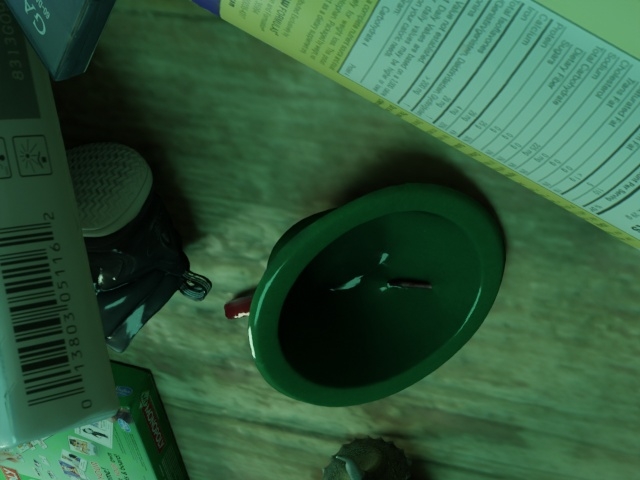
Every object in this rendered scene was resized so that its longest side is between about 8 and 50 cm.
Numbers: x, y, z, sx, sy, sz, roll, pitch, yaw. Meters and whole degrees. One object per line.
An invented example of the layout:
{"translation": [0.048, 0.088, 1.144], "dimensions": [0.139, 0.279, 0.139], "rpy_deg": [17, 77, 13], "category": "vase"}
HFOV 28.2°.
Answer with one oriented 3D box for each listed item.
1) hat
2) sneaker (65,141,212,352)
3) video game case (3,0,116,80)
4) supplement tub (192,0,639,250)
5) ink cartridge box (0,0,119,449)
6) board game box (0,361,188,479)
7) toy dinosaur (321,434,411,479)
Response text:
{"translation": [0.000, 0.000, 0.898], "dimensions": [0.208, 0.183, 0.173], "rpy_deg": [-35, 130, 3], "category": "hat"}
{"translation": [-0.208, 0.015, 0.969], "dimensions": [0.268, 0.101, 0.153], "rpy_deg": [-6, 133, 35], "category": "sneaker"}
{"translation": [-0.137, -0.232, 0.619], "dimensions": [0.196, 0.026, 0.274], "rpy_deg": [56, 145, 12], "category": "video game case"}
{"translation": [0.120, -0.134, 0.489], "dimensions": [0.331, 0.241, 0.241], "rpy_deg": [28, 143, -4], "category": "supplement tub"}
{"translation": [-0.318, -0.001, 0.884], "dimensions": [0.385, 0.091, 0.308], "rpy_deg": [-14, 88, 39], "category": "ink cartridge box"}
{"translation": [-0.240, 0.217, 1.274], "dimensions": [0.213, 0.046, 0.317], "rpy_deg": [13, 141, 18], "category": "board game box"}
{"translation": [0.037, 0.265, 1.143], "dimensions": [0.160, 0.121, 0.313], "rpy_deg": [40, 147, 2], "category": "toy dinosaur"}
